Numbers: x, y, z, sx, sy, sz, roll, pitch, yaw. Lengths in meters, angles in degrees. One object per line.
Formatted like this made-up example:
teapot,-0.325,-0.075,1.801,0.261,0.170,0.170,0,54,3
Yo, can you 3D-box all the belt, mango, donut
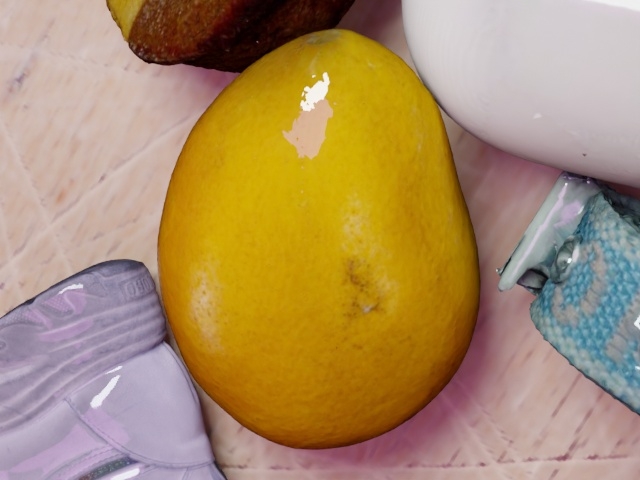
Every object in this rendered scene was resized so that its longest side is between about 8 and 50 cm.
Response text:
belt,0.176,0.044,0.792,0.163,0.147,0.082,25,104,-20
mango,0.000,0.000,0.817,0.145,0.112,0.219,1,129,0
donut,-0.024,-0.158,0.809,0.166,0.073,0.184,40,109,50

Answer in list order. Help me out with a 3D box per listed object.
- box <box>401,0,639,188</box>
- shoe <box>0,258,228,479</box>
box,0.193,-0.184,0.742,0.289,0.141,0.349,14,103,11
shoe,-0.163,0.118,0.920,0.245,0.095,0.137,-30,89,12
